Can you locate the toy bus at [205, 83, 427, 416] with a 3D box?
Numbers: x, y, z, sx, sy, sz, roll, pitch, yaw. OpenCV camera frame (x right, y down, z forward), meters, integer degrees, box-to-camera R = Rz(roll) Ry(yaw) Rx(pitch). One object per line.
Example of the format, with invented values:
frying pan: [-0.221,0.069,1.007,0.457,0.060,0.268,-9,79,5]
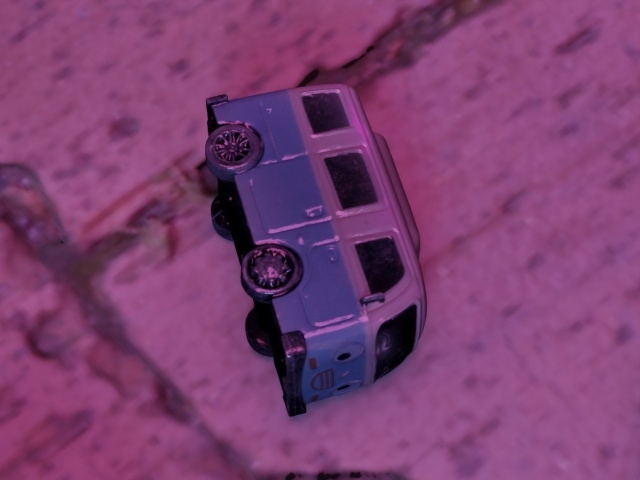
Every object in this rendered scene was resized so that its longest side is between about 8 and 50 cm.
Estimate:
toy bus: [0.000,0.000,0.667,0.075,0.060,0.123,-14,61,-8]
